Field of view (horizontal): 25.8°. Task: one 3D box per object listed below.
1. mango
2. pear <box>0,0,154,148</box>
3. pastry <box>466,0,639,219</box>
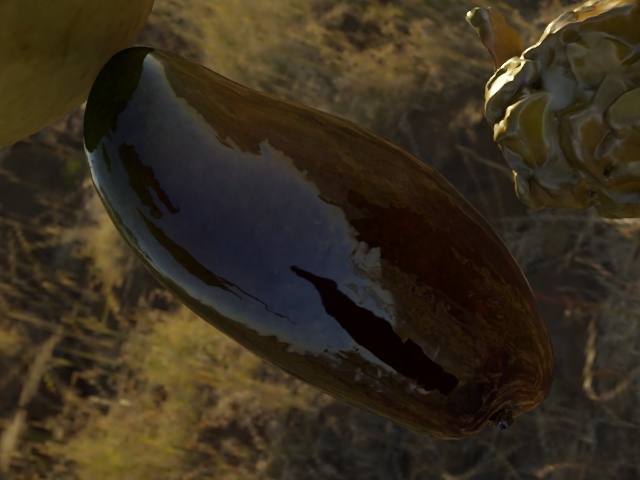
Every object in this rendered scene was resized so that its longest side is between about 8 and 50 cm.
[{"bbox_3d":[0.000,0.000,0.689,0.133,0.267,0.111,-60,10,-26],"label":"mango"},{"bbox_3d":[-0.238,-0.195,0.707,0.348,0.348,0.348,-35,45,46],"label":"pear"},{"bbox_3d":[0.187,-0.066,0.584,0.249,0.154,0.102,-4,98,25],"label":"pastry"}]
